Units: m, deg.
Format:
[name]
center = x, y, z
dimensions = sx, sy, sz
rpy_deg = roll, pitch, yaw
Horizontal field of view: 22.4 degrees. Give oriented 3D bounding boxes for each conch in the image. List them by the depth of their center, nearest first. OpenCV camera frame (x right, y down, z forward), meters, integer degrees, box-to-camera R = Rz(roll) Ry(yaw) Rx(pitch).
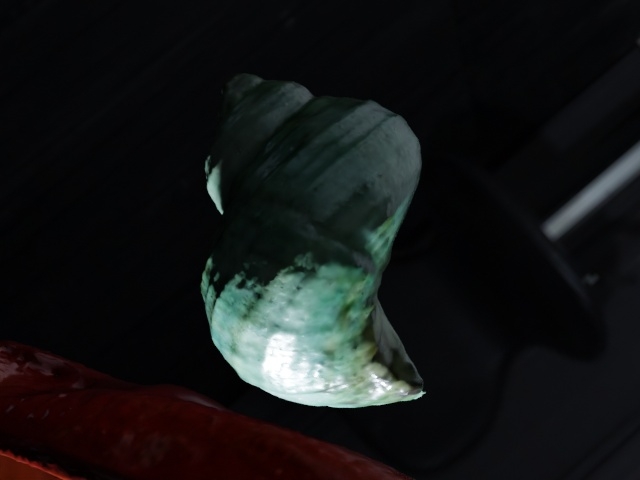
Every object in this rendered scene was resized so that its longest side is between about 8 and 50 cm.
[conch]
center = -0.002, 0.003, 0.890
dimensions = 0.176, 0.122, 0.188
rpy_deg = -21, -68, -75

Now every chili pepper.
[chili pepper]
center = -0.043, 0.050, 0.351
dimensions = 0.268, 0.050, 0.059
rpy_deg = 8, 131, 39
